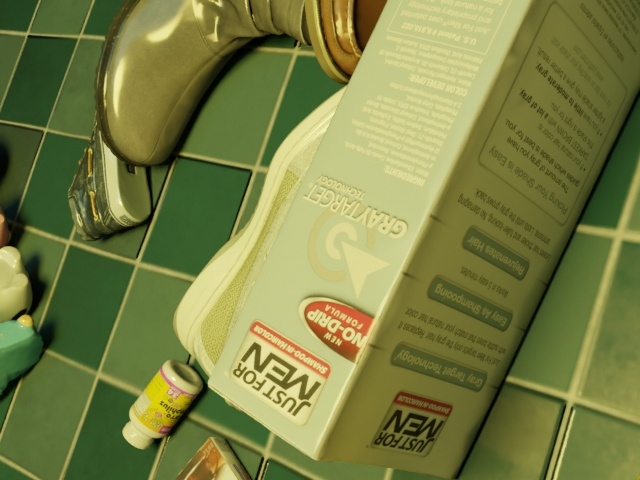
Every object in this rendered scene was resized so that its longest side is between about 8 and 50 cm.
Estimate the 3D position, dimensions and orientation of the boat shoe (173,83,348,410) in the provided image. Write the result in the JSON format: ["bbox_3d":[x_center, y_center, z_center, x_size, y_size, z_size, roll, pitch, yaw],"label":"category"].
[{"bbox_3d":[-0.002,0.001,0.749,0.320,0.118,0.103,-50,57,17],"label":"boat shoe"}]

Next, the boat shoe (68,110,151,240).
[{"bbox_3d":[-0.237,-0.092,0.990,0.083,0.065,0.183,-21,63,29],"label":"boat shoe"}]

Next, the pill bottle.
[{"bbox_3d":[-0.150,0.155,0.849,0.083,0.043,0.043,-53,51,11],"label":"pill bottle"}]

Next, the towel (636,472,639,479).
[{"bbox_3d":[0.266,0.121,0.555,0.102,0.021,0.237,28,93,41],"label":"towel"}]

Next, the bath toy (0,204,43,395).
[{"bbox_3d":[-0.429,0.021,1.067,0.129,0.151,0.348,112,143,-46],"label":"bath toy"}]

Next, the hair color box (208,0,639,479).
[{"bbox_3d":[0.091,-0.030,0.635,0.113,0.185,0.374,25,90,40],"label":"hair color box"}]

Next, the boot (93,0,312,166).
[{"bbox_3d":[-0.082,-0.214,0.888,0.222,0.118,0.338,21,92,35],"label":"boot"}]

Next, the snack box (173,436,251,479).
[{"bbox_3d":[-0.130,0.262,0.809,0.178,0.022,0.064,-51,53,12],"label":"snack box"}]

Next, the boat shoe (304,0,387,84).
[{"bbox_3d":[0.070,-0.287,0.792,0.104,0.110,0.307,3,76,39],"label":"boat shoe"}]
